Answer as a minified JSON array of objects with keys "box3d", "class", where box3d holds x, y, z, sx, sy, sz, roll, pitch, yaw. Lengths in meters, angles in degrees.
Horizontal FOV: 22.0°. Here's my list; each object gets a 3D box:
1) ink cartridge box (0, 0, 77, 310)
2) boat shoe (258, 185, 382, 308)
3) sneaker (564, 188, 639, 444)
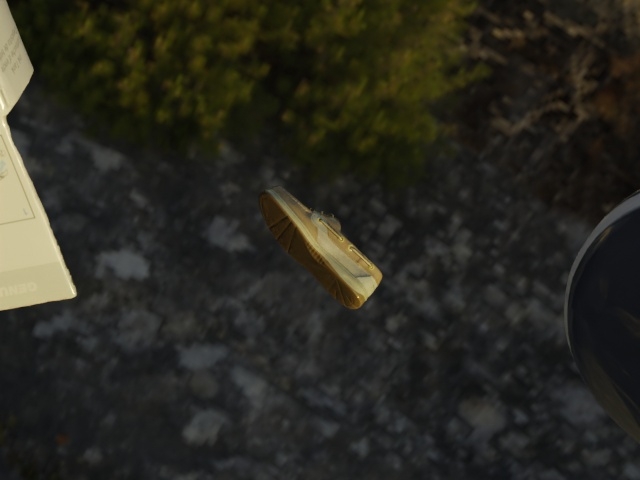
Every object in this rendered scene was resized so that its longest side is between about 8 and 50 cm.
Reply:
[{"box3d":[-0.289,-0.059,0.899,0.275,0.238,0.060,-10,31,12],"class":"ink cartridge box"},{"box3d":[0.000,0.000,1.479,0.045,0.050,0.135,-41,90,-28],"class":"boat shoe"},{"box3d":[0.187,0.060,0.426,0.321,0.126,0.127,17,27,35],"class":"sneaker"}]
